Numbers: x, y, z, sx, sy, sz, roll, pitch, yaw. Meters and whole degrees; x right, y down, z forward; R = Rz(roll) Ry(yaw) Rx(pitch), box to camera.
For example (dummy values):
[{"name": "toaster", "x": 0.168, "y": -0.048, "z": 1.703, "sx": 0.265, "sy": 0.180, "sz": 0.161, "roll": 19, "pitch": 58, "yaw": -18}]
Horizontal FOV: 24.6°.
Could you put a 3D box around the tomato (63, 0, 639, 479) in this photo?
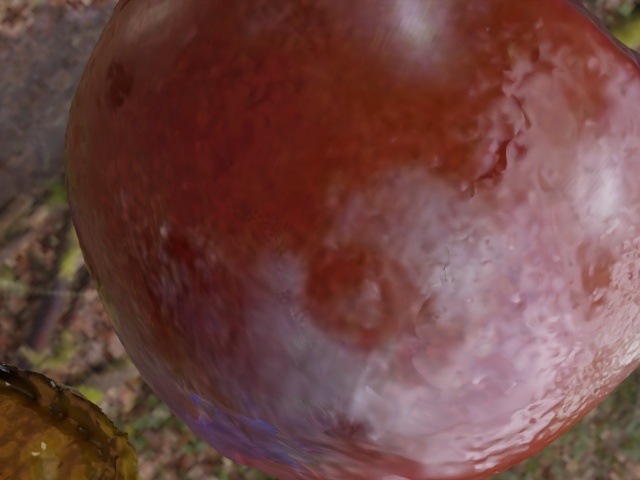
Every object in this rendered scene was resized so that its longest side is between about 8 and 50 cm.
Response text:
[{"name": "tomato", "x": -0.005, "y": 0.003, "z": 0.689, "sx": 0.289, "sy": 0.335, "sz": 0.176, "roll": 54, "pitch": 51, "yaw": -33}]

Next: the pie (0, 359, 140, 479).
[{"name": "pie", "x": -0.215, "y": 0.174, "z": 0.610, "sx": 0.315, "sy": 0.315, "sz": 0.092, "roll": -38, "pitch": 150, "yaw": -25}]
